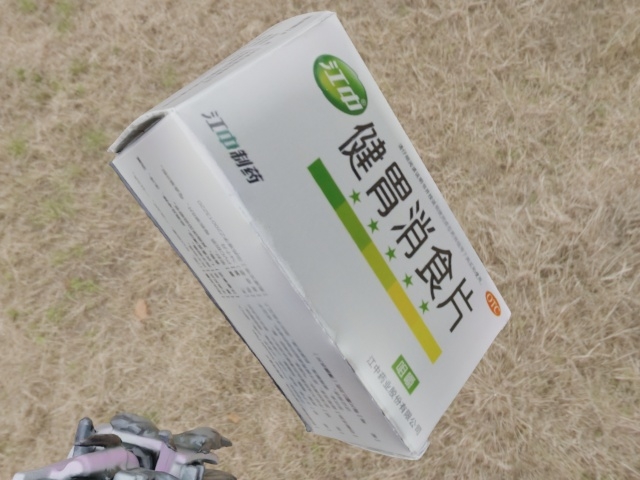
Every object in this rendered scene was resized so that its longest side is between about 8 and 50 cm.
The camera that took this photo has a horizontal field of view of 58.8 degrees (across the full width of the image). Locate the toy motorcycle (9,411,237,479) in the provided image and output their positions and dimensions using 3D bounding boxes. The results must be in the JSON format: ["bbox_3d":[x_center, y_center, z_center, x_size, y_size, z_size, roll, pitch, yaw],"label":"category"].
[{"bbox_3d":[-0.191,0.237,0.536,0.188,0.327,0.143,10,73,5],"label":"toy motorcycle"}]

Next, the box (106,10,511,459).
[{"bbox_3d":[-0.002,-0.002,0.483,0.173,0.332,0.145,-44,19,-33],"label":"box"}]
